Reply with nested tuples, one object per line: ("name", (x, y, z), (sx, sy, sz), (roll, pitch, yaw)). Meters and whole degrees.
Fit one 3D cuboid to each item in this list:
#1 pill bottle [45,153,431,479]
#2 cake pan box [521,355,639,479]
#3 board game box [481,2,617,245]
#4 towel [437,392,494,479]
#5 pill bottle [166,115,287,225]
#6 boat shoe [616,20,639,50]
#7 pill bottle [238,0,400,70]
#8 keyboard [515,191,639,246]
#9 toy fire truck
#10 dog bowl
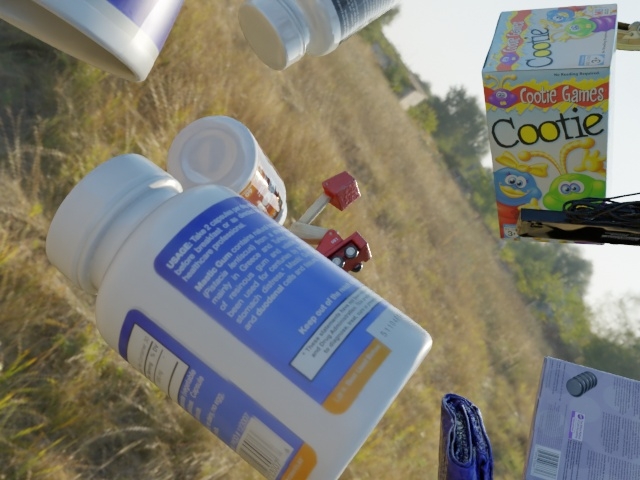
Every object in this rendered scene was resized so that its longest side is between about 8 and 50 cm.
("pill bottle", (-0.067, 0.053, 0.526), (0.272, 0.152, 0.152), (36, 8, 13))
("cake pan box", (0.480, 0.345, 1.180), (0.070, 0.245, 0.267), (86, 22, -46))
("board game box", (0.304, -0.142, 0.909), (0.275, 0.142, 0.144), (70, 34, -42))
("towel", (0.219, 0.419, 1.072), (0.228, 0.076, 0.309), (-60, 152, -74))
("pill bottle", (-0.116, -0.074, 0.965), (0.121, 0.121, 0.216), (60, 2, 21))
("boat shoe", (0.450, -0.315, 1.046), (0.153, 0.056, 0.048), (20, -54, 39))
("pill bottle", (0.013, -0.443, 1.253), (0.176, 0.318, 0.176), (43, -20, 20))
("keyboard", (0.285, -0.022, 0.656), (0.100, 0.191, 0.038), (51, 45, -73))
("toy fire truck", (0.000, 0.000, 1.010), (0.135, 0.192, 0.047), (48, -10, 32))
("dog bowl", (-0.243, -0.243, 0.578), (0.264, 0.104, 0.265), (28, -1, 1))
